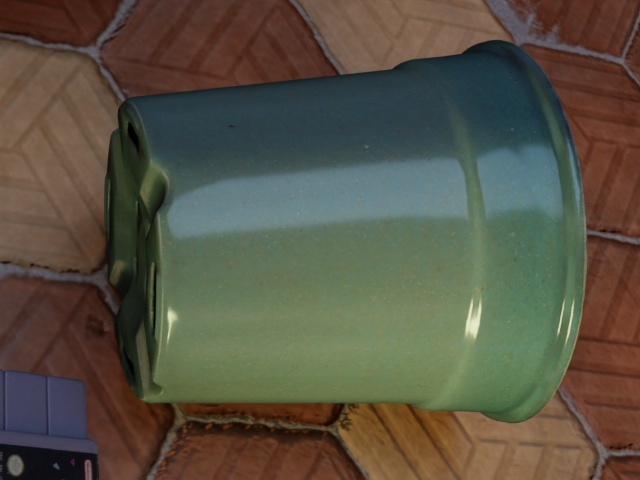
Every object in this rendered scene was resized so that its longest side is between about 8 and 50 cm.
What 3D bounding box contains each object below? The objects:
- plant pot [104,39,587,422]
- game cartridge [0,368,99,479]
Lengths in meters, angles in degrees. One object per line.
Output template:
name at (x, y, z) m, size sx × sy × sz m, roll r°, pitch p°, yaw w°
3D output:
plant pot at (0.000, 0.000, 1.193) m, size 0.334 × 0.341 × 0.341 m, roll -3°, pitch 62°, yaw -19°
game cartridge at (-0.271, 0.257, 1.035) m, size 0.230 × 0.068 × 0.355 m, roll 9°, pitch 57°, yaw -28°
